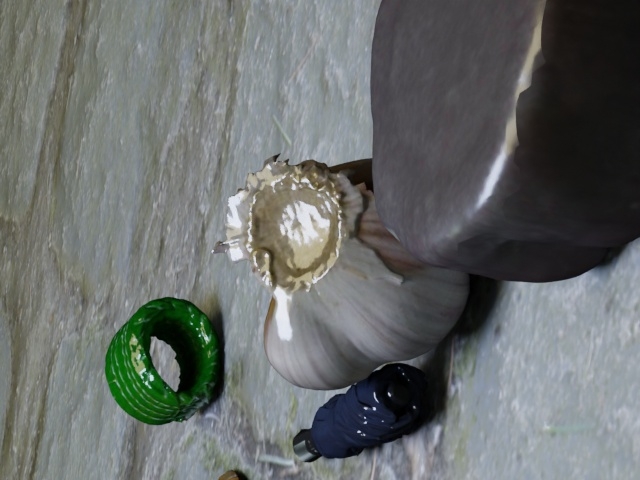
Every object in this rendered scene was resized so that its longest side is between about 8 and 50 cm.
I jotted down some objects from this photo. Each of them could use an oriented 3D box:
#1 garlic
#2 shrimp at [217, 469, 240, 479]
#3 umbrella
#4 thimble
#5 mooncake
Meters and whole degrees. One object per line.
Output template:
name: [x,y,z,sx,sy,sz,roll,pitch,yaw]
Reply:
garlic: [0.000,0.000,1.457,0.256,0.207,0.207,29,109,55]
shrimp: [-0.119,0.288,1.851,0.162,0.045,0.095,143,131,-61]
umbrella: [0.028,0.164,1.550,0.248,0.071,0.071,135,137,-60]
thimble: [-0.169,0.133,1.934,0.090,0.118,0.130,-42,71,50]
mooncake: [0.146,-0.125,1.259,0.306,0.154,0.306,-36,49,57]
